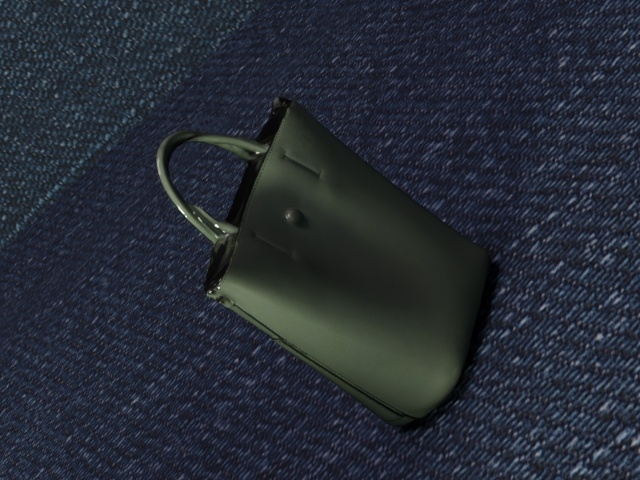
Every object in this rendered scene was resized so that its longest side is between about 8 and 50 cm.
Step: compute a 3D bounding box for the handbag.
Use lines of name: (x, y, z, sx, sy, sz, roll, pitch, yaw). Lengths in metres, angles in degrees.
handbag: (0.000, 0.000, 1.637, 0.109, 0.315, 0.241, -31, 28, 39)
